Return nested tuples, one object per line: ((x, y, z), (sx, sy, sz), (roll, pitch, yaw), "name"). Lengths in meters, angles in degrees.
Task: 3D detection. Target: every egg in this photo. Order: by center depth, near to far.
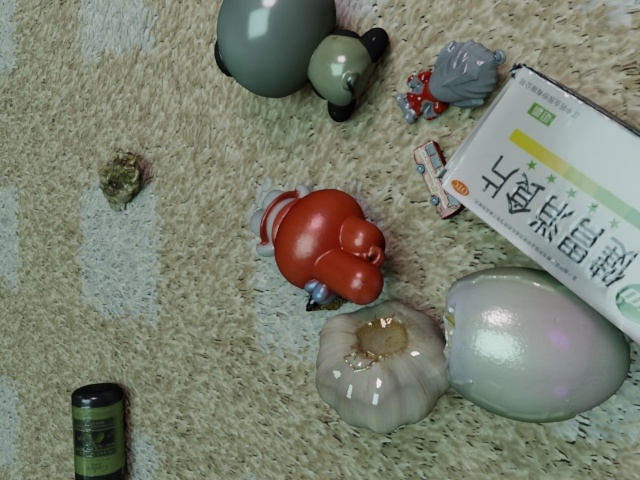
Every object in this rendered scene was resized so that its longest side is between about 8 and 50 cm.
((0.256, 0.123, 0.742), (0.217, 0.183, 0.183), (2, 95, 8), "egg")

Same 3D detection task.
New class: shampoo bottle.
((-0.458, 0.446, 1.292), (0.101, 0.101, 0.284), (2, 95, 34), "shampoo bottle")

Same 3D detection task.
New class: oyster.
((0.030, 0.071, 0.979), (0.086, 0.029, 0.132), (31, 104, 30), "oyster")
((-0.401, -0.132, 1.247), (0.165, 0.053, 0.109), (-32, 65, 38), "oyster")

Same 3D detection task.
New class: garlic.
((0.093, 0.214, 0.891), (0.199, 0.199, 0.226), (21, 136, 31), "garlic")

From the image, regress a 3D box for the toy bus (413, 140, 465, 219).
((0.167, -0.085, 0.878), (0.043, 0.031, 0.110), (-27, 78, 25), "toy bus")

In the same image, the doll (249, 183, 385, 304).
((0.000, 0.000, 0.926), (0.290, 0.130, 0.161), (28, 79, 46), "doll")

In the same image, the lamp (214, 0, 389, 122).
((-0.036, -0.295, 0.923), (0.243, 0.198, 0.198), (31, 111, 4), "lamp")

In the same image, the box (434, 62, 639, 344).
((0.315, -0.041, 0.700), (0.333, 0.145, 0.173), (44, 114, 28), "box")

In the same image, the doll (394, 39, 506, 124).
((0.174, -0.213, 0.843), (0.180, 0.079, 0.094), (-22, 96, 46), "doll")
